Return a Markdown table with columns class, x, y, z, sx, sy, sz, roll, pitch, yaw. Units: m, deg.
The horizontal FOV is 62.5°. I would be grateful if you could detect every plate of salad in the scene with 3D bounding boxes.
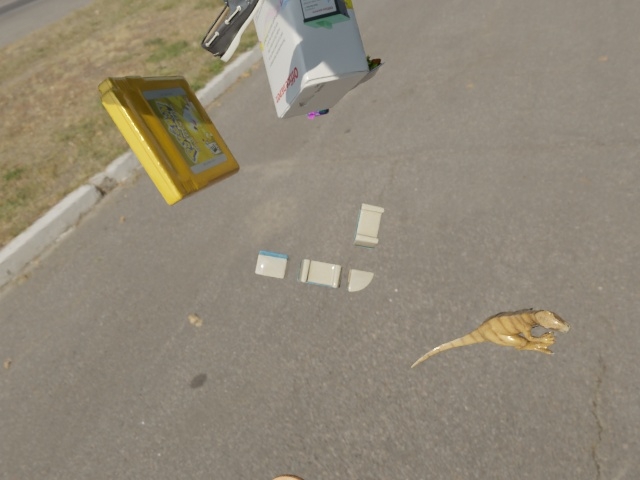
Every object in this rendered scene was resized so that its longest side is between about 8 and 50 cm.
| class | x | y | z | sx | sy | sz | roll | pitch | yaw |
| --- | --- | --- | --- | --- | --- | --- | --- | --- | --- |
| plate of salad | 0.052 | -0.364 | 1.200 | 0.200 | 0.048 | 0.200 | -27 | 17 | 9 |

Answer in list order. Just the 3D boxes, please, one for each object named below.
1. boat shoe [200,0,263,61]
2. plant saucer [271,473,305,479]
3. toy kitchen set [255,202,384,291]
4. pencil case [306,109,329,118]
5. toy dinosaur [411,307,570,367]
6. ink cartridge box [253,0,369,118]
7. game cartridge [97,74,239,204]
| class | x | y | z | sx | sy | sz | roll | pitch | yaw |
| --- | --- | --- | --- | --- | --- | --- | --- | --- | --- |
| boat shoe | -0.098 | -0.269 | 0.612 | 0.125 | 0.038 | 0.046 | -49 | 33 | 32 |
| plant saucer | -0.034 | 0.311 | 0.603 | 0.084 | 0.083 | 0.013 | 1 | 1 | 27 |
| toy kitchen set | 0.000 | 0.000 | 0.990 | 0.207 | 0.165 | 0.122 | 11 | -3 | -1 |
| pencil case | -0.017 | -0.387 | 1.320 | 0.065 | 0.151 | 0.070 | 3 | 27 | 24 |
| toy dinosaur | 0.218 | 0.110 | 0.648 | 0.211 | 0.112 | 0.064 | -40 | 46 | 52 |
| ink cartridge box | -0.033 | -0.378 | 0.910 | 0.117 | 0.277 | 0.201 | -14 | 0 | -17 |
| game cartridge | -0.330 | -0.245 | 1.210 | 0.053 | 0.285 | 0.323 | -28 | 9 | 19 |
